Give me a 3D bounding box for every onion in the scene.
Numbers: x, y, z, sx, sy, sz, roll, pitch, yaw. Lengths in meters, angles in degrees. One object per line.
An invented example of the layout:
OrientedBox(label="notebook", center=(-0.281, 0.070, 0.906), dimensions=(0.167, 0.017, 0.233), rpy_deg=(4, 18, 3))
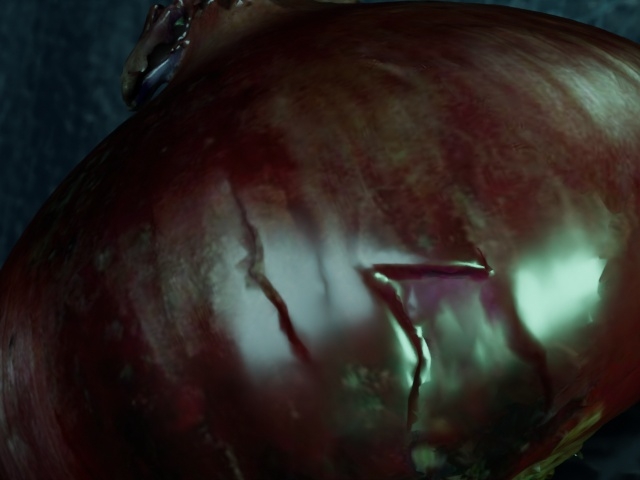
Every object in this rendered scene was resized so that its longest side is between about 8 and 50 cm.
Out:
OrientedBox(label="onion", center=(0.000, 0.000, 0.754), dimensions=(0.347, 0.347, 0.285), rpy_deg=(-24, 80, 8))
